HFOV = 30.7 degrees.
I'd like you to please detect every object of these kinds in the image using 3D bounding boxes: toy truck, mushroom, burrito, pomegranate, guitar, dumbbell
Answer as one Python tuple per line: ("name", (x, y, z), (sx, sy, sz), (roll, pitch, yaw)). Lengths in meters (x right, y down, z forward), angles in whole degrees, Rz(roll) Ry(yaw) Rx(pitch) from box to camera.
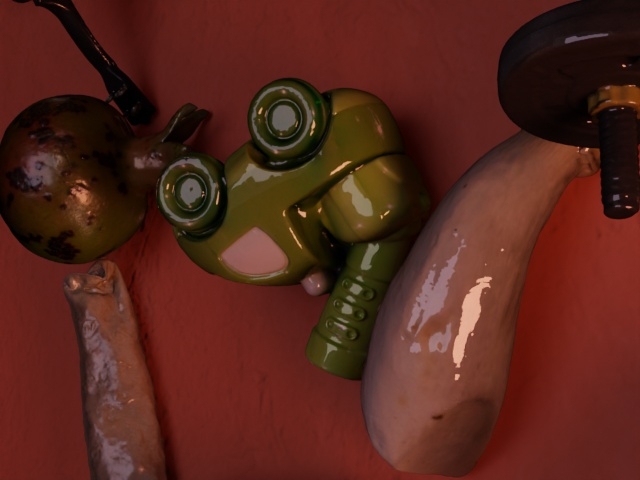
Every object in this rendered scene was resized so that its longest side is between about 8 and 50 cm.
("toy truck", (0.002, -0.021, 0.889), (0.210, 0.148, 0.187), (41, 106, 16))
("mushroom", (0.105, 0.032, 0.800), (0.103, 0.118, 0.270), (33, 104, 40))
("burrito", (-0.188, 0.151, 1.062), (0.082, 0.059, 0.275), (-26, 66, 26))
("pomegranate", (-0.202, -0.061, 1.054), (0.220, 0.156, 0.156), (-12, 75, 33))
("guitar", (-0.245, -0.217, 1.087), (0.084, 0.038, 0.271), (-22, 106, 41))
("dumbbell", (0.183, -0.166, 0.735), (0.143, 0.143, 0.325), (-14, 62, 37))
